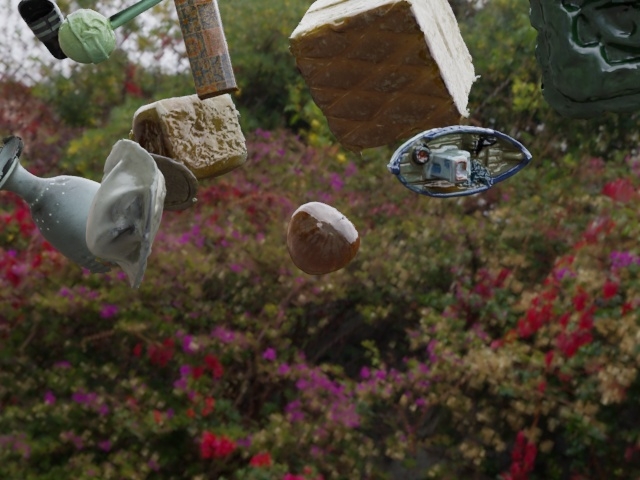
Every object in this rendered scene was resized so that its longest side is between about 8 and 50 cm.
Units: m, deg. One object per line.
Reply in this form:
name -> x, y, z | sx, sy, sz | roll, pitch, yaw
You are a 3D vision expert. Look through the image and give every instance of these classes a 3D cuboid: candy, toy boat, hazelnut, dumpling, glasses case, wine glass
candy -> -0.304, -0.412, 1.674 | 0.093, 0.335, 0.092 | 61, 5, 6
toy boat -> 0.233, -0.126, 1.557 | 0.115, 0.262, 0.114 | 19, -66, 51
hazelnut -> 0.000, 0.000, 2.282 | 0.182, 0.182, 0.182 | 25, -27, 14
dumpling -> -0.237, -0.030, 1.191 | 0.092, 0.176, 0.150 | 20, 0, -21
glasses case -> -0.215, -0.374, 1.767 | 0.075, 0.218, 0.049 | -14, -3, 5
wine glass -> -0.564, -0.072, 2.102 | 0.357, 0.190, 0.190 | 36, -24, -34

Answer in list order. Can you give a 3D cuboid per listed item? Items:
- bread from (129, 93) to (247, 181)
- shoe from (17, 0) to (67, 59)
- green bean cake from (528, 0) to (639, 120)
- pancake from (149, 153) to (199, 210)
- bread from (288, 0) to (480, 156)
bread -> -0.293, -0.222, 2.131 | 0.176, 0.246, 0.195 | -10, -83, 49
shoe -> -0.529, -0.411, 1.899 | 0.049, 0.071, 0.179 | 57, -5, 30
green bean cake -> 0.420, -0.320, 1.216 | 0.308, 0.169, 0.300 | -9, -80, 24
pancake -> -0.338, -0.117, 1.956 | 0.199, 0.021, 0.199 | 10, -33, 6
bread -> 0.123, -0.350, 1.849 | 0.279, 0.207, 0.279 | -14, -56, 32
